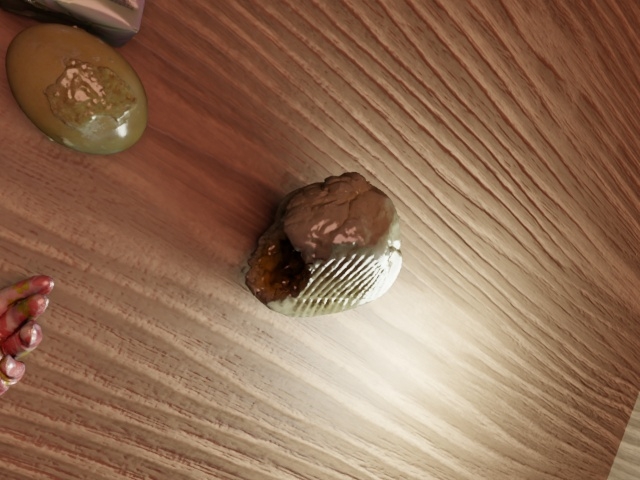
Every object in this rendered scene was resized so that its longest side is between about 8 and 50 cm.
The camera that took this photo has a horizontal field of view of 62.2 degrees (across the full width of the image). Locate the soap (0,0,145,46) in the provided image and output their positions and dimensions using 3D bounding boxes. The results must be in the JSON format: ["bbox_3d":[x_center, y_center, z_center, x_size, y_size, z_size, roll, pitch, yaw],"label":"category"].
[{"bbox_3d":[-0.342,-0.404,0.751,0.182,0.138,0.199,9,89,-30],"label":"soap"}]

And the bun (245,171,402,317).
[{"bbox_3d":[0.015,0.000,0.944,0.282,0.281,0.204,11,54,-31],"label":"bun"}]

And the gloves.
[{"bbox_3d":[-0.465,0.138,0.731,0.145,0.126,0.241,45,73,5],"label":"gloves"}]

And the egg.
[{"bbox_3d":[-0.341,-0.212,0.753,0.201,0.164,0.164,43,72,-21],"label":"egg"}]
